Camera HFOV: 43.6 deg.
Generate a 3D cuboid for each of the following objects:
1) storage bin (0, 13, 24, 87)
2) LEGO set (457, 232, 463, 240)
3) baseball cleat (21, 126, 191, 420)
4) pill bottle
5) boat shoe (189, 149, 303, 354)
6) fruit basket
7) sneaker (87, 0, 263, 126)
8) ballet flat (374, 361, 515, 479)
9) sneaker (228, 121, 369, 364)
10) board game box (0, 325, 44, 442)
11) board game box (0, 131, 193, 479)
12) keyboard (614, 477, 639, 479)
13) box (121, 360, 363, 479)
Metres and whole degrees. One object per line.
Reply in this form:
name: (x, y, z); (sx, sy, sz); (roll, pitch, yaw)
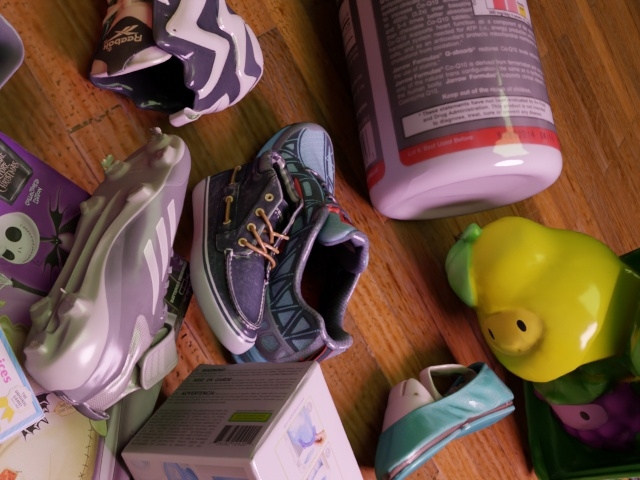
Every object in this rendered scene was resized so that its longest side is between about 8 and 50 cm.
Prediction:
storage bin: (-0.269, -0.132, 0.494); (0.135, 0.091, 0.098); (47, 45, -28)
LEGO set: (0.178, 0.030, 1.009); (0.054, 0.023, 0.083); (57, 28, -20)
baseball cleat: (-0.130, 0.024, 0.557); (0.109, 0.072, 0.205); (55, 45, -40)
pill bottle: (0.131, -0.220, 0.898); (0.210, 0.210, 0.362); (4, 73, -48)
boat shoe: (-0.056, 0.000, 0.647); (0.065, 0.083, 0.183); (46, 23, -44)
fruit basket: (0.316, 0.122, 0.902); (0.392, 0.392, 0.282); (20, 61, -44)
sneaker: (-0.148, -0.197, 0.656); (0.235, 0.094, 0.153); (65, 30, -24)
ballet flat: (0.117, 0.181, 0.845); (0.247, 0.083, 0.087); (-10, 59, -51)
sneaker: (0.000, 0.000, 0.727); (0.104, 0.125, 0.261); (29, 55, -40)
board game box: (-0.233, 0.057, 0.444); (0.103, 0.026, 0.154); (-31, 100, -49)
board game box: (-0.210, 0.115, 0.505); (0.208, 0.056, 0.346); (35, 51, -30)
keyboard: (0.411, 0.382, 1.132); (0.202, 0.033, 0.317); (-20, 92, -44)
box: (-0.037, 0.201, 0.585); (0.103, 0.114, 0.203); (-49, 126, -51)
